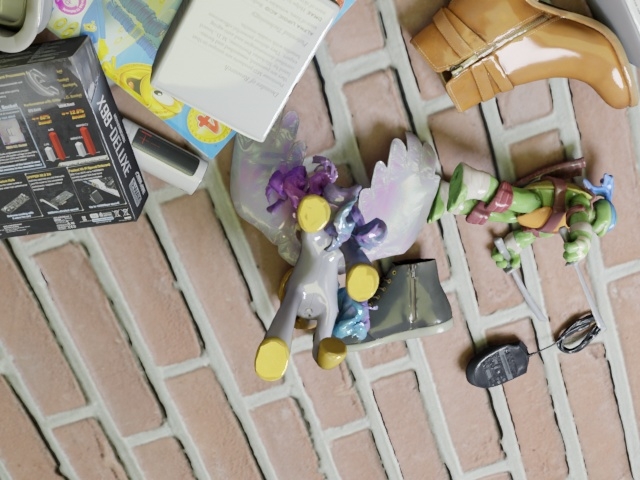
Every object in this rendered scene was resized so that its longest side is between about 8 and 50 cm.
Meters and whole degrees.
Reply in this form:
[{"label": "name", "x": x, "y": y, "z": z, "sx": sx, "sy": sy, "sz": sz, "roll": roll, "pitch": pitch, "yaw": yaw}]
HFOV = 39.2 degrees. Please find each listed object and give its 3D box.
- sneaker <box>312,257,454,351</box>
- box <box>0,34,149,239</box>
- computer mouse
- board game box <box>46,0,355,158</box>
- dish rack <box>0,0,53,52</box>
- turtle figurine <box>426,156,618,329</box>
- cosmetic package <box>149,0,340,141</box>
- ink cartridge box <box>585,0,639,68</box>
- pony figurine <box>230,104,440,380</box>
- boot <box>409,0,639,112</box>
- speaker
[{"label": "sneaker", "x": 0.086, "y": 0.098, "z": 1.388, "sx": 0.222, "sy": 0.083, "sz": 0.118, "roll": -13, "pitch": 97, "yaw": 8}, {"label": "box", "x": -0.411, "y": -0.121, "z": 1.174, "sx": 0.307, "sy": 0.076, "sz": 0.242, "roll": -8, "pitch": 124, "yaw": 11}, {"label": "computer mouse", "x": 0.346, "y": 0.174, "z": 1.465, "sx": 0.242, "sy": 0.041, "sz": 0.071, "roll": -21, "pitch": 114, "yaw": -3}, {"label": "board game box", "x": -0.158, "y": -0.316, "z": 1.154, "sx": 0.302, "sy": 0.086, "sz": 0.308, "roll": 38, "pitch": 106, "yaw": -20}, {"label": "dish rack", "x": -0.406, "y": -0.410, "z": 1.043, "sx": 0.285, "sy": 0.072, "sz": 0.333, "roll": 22, "pitch": 115, "yaw": 21}, {"label": "turtle figurine", "x": 0.291, "y": 0.005, "z": 1.290, "sx": 0.266, "sy": 0.198, "sz": 0.274, "roll": 16, "pitch": 109, "yaw": -9}, {"label": "cosmetic package", "x": -0.093, "y": -0.246, "z": 1.061, "sx": 0.151, "sy": 0.151, "sz": 0.183, "roll": 26, "pitch": 111, "yaw": -17}, {"label": "ink cartridge box", "x": 0.474, "y": -0.354, "z": 1.154, "sx": 0.233, "sy": 0.171, "sz": 0.168, "roll": -31, "pitch": 114, "yaw": 8}, {"label": "pony figurine", "x": 0.000, "y": 0.000, "z": 1.212, "sx": 0.303, "sy": 0.363, "sz": 0.351, "roll": 15, "pitch": 97, "yaw": -5}, {"label": "boot", "x": 0.279, "y": -0.239, "z": 1.220, "sx": 0.220, "sy": 0.109, "sz": 0.283, "roll": -39, "pitch": 110, "yaw": 11}, {"label": "speaker", "x": -0.229, "y": -0.118, "z": 1.257, "sx": 0.136, "sy": 0.055, "sz": 0.055, "roll": 28, "pitch": 109, "yaw": -17}]
